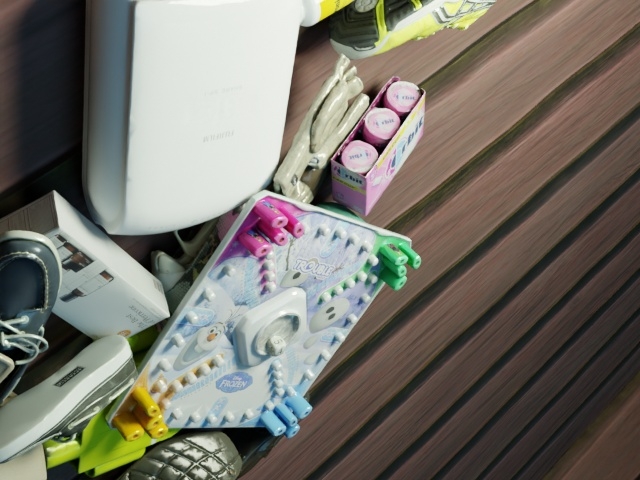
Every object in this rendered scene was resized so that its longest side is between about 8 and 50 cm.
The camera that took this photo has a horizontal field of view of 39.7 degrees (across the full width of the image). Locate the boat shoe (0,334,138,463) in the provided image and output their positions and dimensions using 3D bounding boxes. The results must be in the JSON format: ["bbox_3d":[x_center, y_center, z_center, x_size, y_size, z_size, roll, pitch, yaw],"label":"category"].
[{"bbox_3d":[-0.299,0.199,1.035,0.219,0.077,0.070,-38,124,-38],"label":"boat shoe"}]

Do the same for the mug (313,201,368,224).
[{"bbox_3d":[0.007,-0.002,1.348,0.129,0.097,0.158,-36,146,-19],"label":"mug"}]

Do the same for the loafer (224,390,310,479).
[{"bbox_3d":[-0.107,0.330,1.524,0.220,0.080,0.078,-40,153,-13],"label":"loafer"}]

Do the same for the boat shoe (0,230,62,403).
[{"bbox_3d":[-0.341,0.092,0.952,0.095,0.079,0.254,16,132,-24],"label":"boat shoe"}]

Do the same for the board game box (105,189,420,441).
[{"bbox_3d":[-0.061,0.134,1.277,0.390,0.050,0.390,16,113,-53],"label":"board game box"}]

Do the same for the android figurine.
[{"bbox_3d":[-0.268,0.221,1.240,0.273,0.056,0.248,-18,131,-42],"label":"android figurine"}]

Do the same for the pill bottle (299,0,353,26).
[{"bbox_3d":[-0.009,-0.308,1.110,0.116,0.065,0.065,-36,141,-26],"label":"pill bottle"}]

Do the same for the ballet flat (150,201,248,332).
[{"bbox_3d":[-0.175,0.015,1.181,0.079,0.077,0.221,39,80,-38],"label":"ballet flat"}]

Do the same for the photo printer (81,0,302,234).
[{"bbox_3d":[-0.151,-0.154,1.025,0.256,0.107,0.307,-20,132,-42],"label":"photo printer"}]

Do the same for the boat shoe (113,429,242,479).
[{"bbox_3d":[-0.274,0.395,1.340,0.324,0.123,0.120,-26,173,-31],"label":"boat shoe"}]

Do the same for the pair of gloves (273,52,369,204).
[{"bbox_3d":[-0.003,-0.137,1.224,0.204,0.042,0.240,-58,171,-4],"label":"pair of gloves"}]

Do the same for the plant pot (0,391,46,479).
[{"bbox_3d":[-0.397,0.234,1.055,0.109,0.109,0.096,-6,109,-49],"label":"plant pot"}]

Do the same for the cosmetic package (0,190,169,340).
[{"bbox_3d":[-0.280,0.043,1.042,0.099,0.060,0.239,-26,145,9],"label":"cosmetic package"}]

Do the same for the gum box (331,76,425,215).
[{"bbox_3d":[0.090,-0.144,1.326,0.188,0.062,0.107,-55,161,-24],"label":"gum box"}]

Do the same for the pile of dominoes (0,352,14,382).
[{"bbox_3d":[-0.471,0.160,0.899,0.251,0.040,0.196,-45,126,6],"label":"pile of dominoes"}]

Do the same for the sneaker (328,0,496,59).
[{"bbox_3d":[0.171,-0.343,1.235,0.384,0.145,0.147,-38,142,-23],"label":"sneaker"}]
